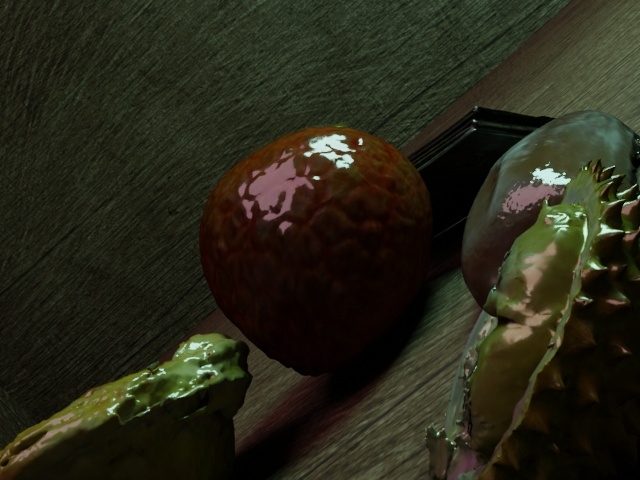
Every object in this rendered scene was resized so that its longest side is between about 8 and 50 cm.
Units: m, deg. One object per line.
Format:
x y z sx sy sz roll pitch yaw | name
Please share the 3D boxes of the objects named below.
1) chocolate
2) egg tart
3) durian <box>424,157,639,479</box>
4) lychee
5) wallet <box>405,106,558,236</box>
0.184 -0.045 0.771 0.161 0.083 0.261 -42 5 28 | chocolate
-0.195 0.222 0.841 0.352 0.150 0.352 -33 -10 -7 | egg tart
0.102 0.074 0.399 0.208 0.102 0.146 -65 -5 18 | durian
0.000 0.000 0.931 0.255 0.255 0.300 -38 23 42 | lychee
0.136 -0.058 1.043 0.169 0.044 0.317 4 -23 -34 | wallet
